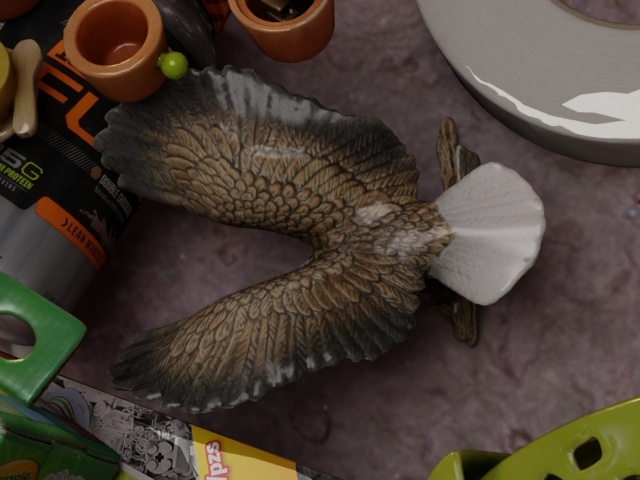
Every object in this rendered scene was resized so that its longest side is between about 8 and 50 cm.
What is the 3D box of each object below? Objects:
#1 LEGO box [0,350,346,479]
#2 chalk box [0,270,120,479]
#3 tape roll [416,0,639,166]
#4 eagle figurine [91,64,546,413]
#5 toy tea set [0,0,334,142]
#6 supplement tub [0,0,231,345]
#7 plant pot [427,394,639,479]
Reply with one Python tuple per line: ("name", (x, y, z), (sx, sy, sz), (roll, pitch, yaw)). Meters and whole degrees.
("LEGO box", (-0.156, 0.376, 1.118), (0.372, 0.193, 0.500), (17, 81, 20))
("chalk box", (-0.269, 0.156, 1.012), (0.180, 0.179, 0.289), (29, 85, 22))
("tape roll", (0.263, -0.251, 1.225), (0.392, 0.072, 0.392), (-5, 74, 17))
("eagle figurine", (-0.004, 0.008, 1.145), (0.226, 0.298, 0.225), (55, 132, 50))
("toy tea set", (-0.153, -0.195, 1.089), (0.336, 0.124, 0.200), (-12, 63, 6))
("supplement tub", (-0.221, -0.102, 1.246), (0.207, 0.207, 0.338), (23, 73, 22))
("plant pot", (0.200, 0.227, 1.033), (0.207, 0.228, 0.227), (-15, 76, 19))
